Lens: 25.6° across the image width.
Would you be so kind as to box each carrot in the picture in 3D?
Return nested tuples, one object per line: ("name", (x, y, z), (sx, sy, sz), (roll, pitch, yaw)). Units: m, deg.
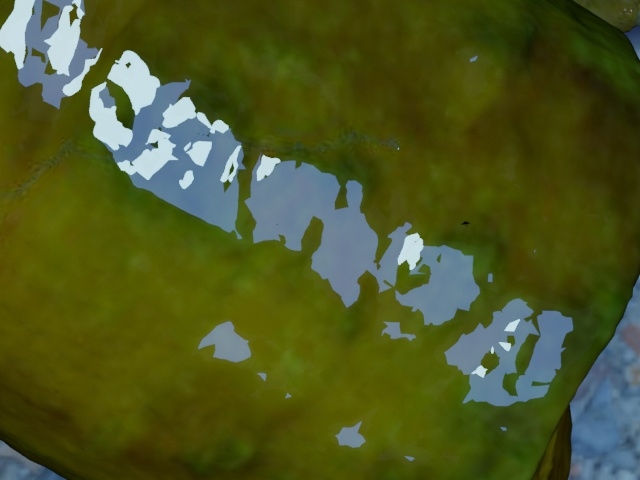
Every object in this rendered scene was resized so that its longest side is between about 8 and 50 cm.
("carrot", (0.000, 0.000, 0.511), (0.341, 0.241, 0.241), (30, 94, -13))

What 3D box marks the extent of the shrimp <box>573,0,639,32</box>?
("shrimp", (0.130, -0.176, 0.588), (0.124, 0.034, 0.178), (3, 97, 18))
